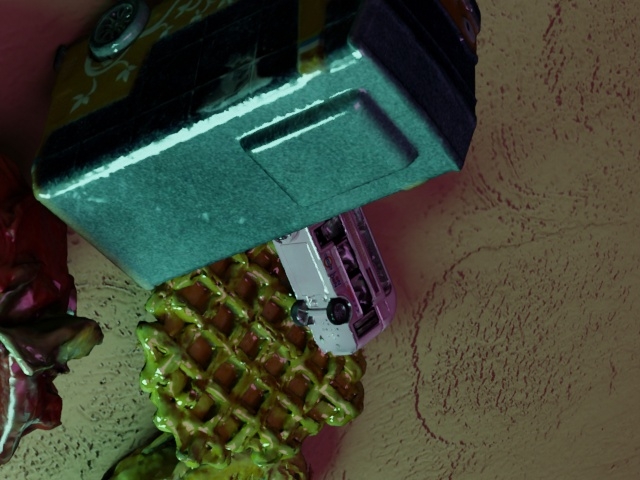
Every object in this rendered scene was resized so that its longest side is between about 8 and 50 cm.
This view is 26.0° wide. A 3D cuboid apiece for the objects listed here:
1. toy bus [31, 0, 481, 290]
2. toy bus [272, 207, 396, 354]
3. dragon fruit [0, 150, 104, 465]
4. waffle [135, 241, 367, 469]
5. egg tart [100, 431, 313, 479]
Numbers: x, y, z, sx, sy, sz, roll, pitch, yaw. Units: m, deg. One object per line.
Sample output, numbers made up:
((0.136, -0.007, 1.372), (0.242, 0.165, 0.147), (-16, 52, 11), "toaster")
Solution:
((-0.049, -0.106, 1.048), (0.323, 0.194, 0.162), (-20, 133, 28), "toy bus")
((0.000, 0.000, 1.246), (0.090, 0.063, 0.203), (-35, 109, -38), "toy bus")
((-0.251, 0.068, 1.117), (0.152, 0.205, 0.317), (-18, 142, -42), "dragon fruit")
((-0.055, 0.085, 1.274), (0.254, 0.052, 0.245), (-11, 98, -32), "waffle")
((-0.143, 0.275, 1.375), (0.297, 0.132, 0.297), (-25, 139, -24), "egg tart")
